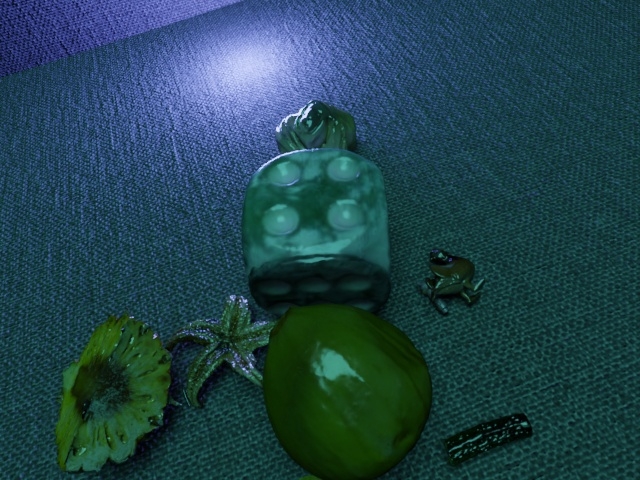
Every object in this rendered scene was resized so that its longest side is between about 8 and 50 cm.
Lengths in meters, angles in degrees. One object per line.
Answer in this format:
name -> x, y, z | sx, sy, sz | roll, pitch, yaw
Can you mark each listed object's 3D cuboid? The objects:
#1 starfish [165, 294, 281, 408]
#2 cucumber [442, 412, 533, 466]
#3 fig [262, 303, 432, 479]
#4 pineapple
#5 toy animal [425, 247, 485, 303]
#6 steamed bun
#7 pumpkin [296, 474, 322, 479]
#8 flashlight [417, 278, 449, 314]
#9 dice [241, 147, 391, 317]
starfish -> -0.227, 0.273, 1.048 | 0.312, 0.113, 0.303 | 26, 60, 35
cucumber -> 0.348, 0.410, 0.884 | 0.187, 0.058, 0.058 | -19, 55, -5
fig -> 0.034, 0.285, 0.837 | 0.343, 0.343, 0.343 | -5, 55, 6
pineapple -> -0.482, 0.353, 1.019 | 0.286, 0.209, 0.344 | -9, 59, 48
toy animal -> 0.321, 0.090, 1.088 | 0.188, 0.089, 0.179 | -22, 47, -30
steamed bun -> -0.024, -0.347, 1.384 | 0.280, 0.207, 0.268 | 12, 59, 19
pumpkin -> 0.020, 0.559, 0.793 | 0.110, 0.217, 0.217 | 14, 49, -28
flashlight -> 0.291, 0.145, 1.094 | 0.052, 0.031, 0.110 | -4, 50, -40
dice -> 0.000, 0.000, 1.055 | 0.328, 0.330, 0.348 | -4, 52, 5
